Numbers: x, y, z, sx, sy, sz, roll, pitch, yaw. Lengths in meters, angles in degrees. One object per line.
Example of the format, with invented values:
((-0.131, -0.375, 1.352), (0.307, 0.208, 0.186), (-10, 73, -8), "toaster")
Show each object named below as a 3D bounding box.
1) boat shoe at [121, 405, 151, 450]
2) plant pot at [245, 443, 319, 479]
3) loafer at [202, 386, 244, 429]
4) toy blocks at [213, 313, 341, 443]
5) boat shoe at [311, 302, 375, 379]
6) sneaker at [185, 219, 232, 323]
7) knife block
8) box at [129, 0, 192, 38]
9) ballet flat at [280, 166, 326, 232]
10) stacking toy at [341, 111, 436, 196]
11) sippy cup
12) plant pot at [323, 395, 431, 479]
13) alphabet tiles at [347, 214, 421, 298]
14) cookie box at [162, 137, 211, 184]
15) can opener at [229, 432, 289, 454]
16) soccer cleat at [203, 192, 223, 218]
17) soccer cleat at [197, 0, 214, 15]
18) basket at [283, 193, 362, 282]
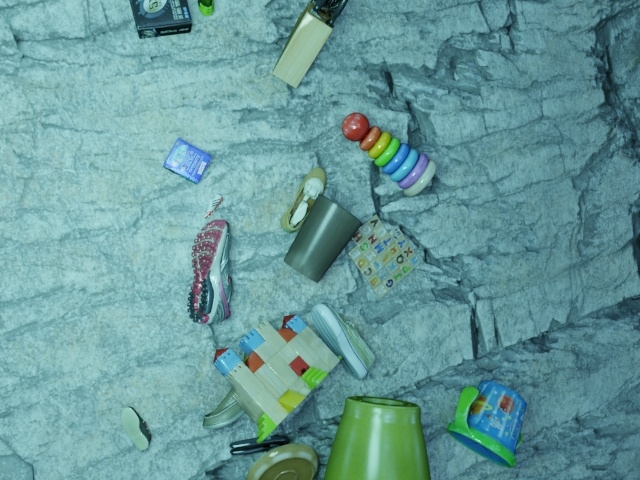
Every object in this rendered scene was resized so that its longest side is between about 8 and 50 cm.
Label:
((-0.521, 0.526, 1.370), (0.048, 0.042, 0.133), (-22, 100, 4), "boat shoe")
((-0.110, 0.722, 1.480), (0.236, 0.032, 0.237), (-9, 118, -18), "plant pot")
((-0.246, 0.468, 1.444), (0.251, 0.094, 0.088), (-28, 92, -26), "loafer")
((-0.133, 0.355, 1.404), (0.261, 0.191, 0.381), (46, 47, 10), "toy blocks")
((0.073, 0.308, 1.545), (0.094, 0.109, 0.303), (-42, 114, -28), "boat shoe")
((-0.305, 0.088, 1.397), (0.111, 0.120, 0.300), (10, 88, -48), "sneaker")
((-0.022, -0.601, 1.383), (0.088, 0.242, 0.276), (27, 84, -17), "knife block")
((-0.445, -0.661, 1.320), (0.147, 0.077, 0.180), (-14, 97, -17), "box")
((-0.040, -0.123, 1.488), (0.080, 0.073, 0.233), (31, 82, -16), "ballet flat")
((0.208, -0.290, 1.549), (0.330, 0.141, 0.141), (37, 81, -11), "stacking toy")
((0.594, 0.621, 1.678), (0.239, 0.306, 0.224), (25, 68, 25), "sippy cup")
((0.181, 0.672, 1.483), (0.365, 0.366, 0.354), (10, 78, -19), "plant pot")
((0.206, 0.042, 1.616), (0.198, 0.009, 0.237), (-39, 104, -13), "alphabet tiles")
((-0.380, -0.225, 1.382), (0.107, 0.040, 0.092), (28, 83, -18), "cookie box")
((-0.185, 0.628, 1.484), (0.185, 0.073, 0.059), (4, 99, -10), "can opener")
((-0.320, -0.102, 1.418), (0.035, 0.029, 0.083), (38, 77, -8), "soccer cleat")
((-0.332, -0.728, 1.358), (0.060, 0.072, 0.179), (-15, 97, -18), "soccer cleat")
((0.000, 0.000, 1.464), (0.154, 0.204, 0.227), (33, 88, 23), "basket")
